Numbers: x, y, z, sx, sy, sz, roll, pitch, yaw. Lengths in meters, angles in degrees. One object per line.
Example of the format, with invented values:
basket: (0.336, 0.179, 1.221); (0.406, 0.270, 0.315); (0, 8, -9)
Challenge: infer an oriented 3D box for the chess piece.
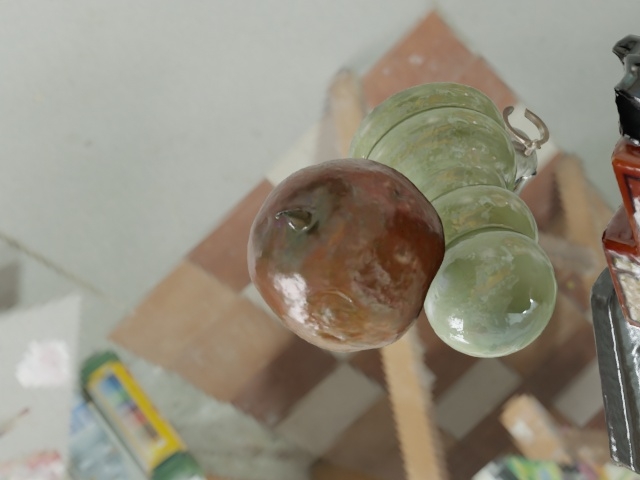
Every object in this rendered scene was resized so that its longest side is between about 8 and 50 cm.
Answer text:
chess piece: (0.117, -0.004, 1.470); (0.144, 0.251, 0.144); (-7, 129, -9)

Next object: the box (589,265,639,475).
box: (0.450, 0.109, 2.096); (0.290, 0.073, 0.289); (-25, 120, -24)

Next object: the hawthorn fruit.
hawthorn fruit: (0.009, -0.006, 1.326); (0.149, 0.149, 0.189); (-39, 127, -4)

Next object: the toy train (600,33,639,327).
toy train: (0.326, -0.020, 1.360); (0.163, 0.231, 0.369); (-49, 135, -27)

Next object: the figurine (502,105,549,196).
figurine: (0.221, -0.101, 2.239); (0.132, 0.132, 0.154); (-4, 144, -41)
